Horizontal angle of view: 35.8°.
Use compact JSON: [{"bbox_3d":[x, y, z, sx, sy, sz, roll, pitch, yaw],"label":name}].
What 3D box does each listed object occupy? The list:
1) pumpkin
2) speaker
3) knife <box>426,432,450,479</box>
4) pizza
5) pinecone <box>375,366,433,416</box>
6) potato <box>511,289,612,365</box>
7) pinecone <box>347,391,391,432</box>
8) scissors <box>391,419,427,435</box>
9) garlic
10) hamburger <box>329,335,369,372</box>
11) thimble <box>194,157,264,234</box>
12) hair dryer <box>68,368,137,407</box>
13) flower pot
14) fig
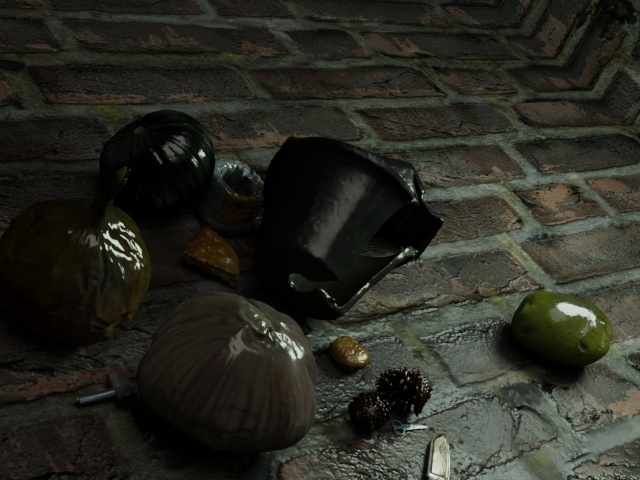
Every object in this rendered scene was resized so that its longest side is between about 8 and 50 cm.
[{"bbox_3d":[-0.345,-0.158,2.108,0.249,0.216,0.250,-3,55,5],"label":"pumpkin"},{"bbox_3d":[0.076,-0.096,2.324,0.388,0.180,0.184,9,43,-23],"label":"speaker"},{"bbox_3d":[0.218,0.444,1.850,0.046,0.022,0.256,19,31,1],"label":"knife"},{"bbox_3d":[-0.234,0.034,2.071,0.131,0.041,0.178,-14,52,-47],"label":"pizza"},{"bbox_3d":[0.165,0.292,1.955,0.109,0.102,0.102,26,33,18],"label":"pinecone"},{"bbox_3d":[0.561,0.199,2.281,0.228,0.149,0.197,27,20,5],"label":"potato"},{"bbox_3d":[0.095,0.328,1.882,0.083,0.077,0.077,23,24,-55],"label":"pinecone"},{"bbox_3d":[0.176,0.366,1.937,0.083,0.006,0.036,5,42,-28],"label":"scissors"},{"bbox_3d":[-0.143,0.221,1.703,0.317,0.259,0.317,13,39,-11],"label":"garlic"},{"bbox_3d":[0.058,0.229,2.005,0.083,0.044,0.076,45,39,20],"label":"hamburger"},{"bbox_3d":[-0.201,-0.096,2.191,0.127,0.118,0.151,7,37,-30],"label":"thimble"},{"bbox_3d":[-0.378,0.262,1.697,0.114,0.037,0.063,-11,47,-32],"label":"hair dryer"},{"bbox_3d":[0.000,0.000,2.062,0.379,0.379,0.251,29,57,3],"label":"flower pot"},{"bbox_3d":[-0.401,-0.002,1.741,0.286,0.369,0.286,26,33,-18],"label":"fig"}]
